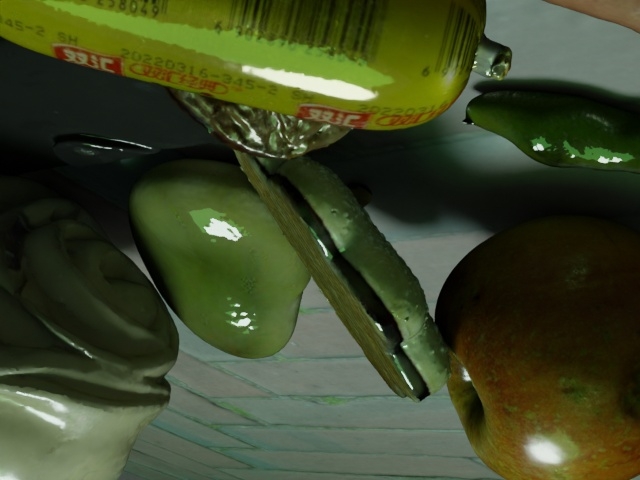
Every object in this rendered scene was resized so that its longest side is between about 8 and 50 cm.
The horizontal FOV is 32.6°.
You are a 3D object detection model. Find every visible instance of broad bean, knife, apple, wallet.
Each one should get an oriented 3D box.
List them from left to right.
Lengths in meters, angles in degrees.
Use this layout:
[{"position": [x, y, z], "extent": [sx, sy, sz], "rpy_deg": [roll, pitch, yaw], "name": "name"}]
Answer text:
[{"position": [-0.231, -0.117, 0.901], "extent": [0.377, 0.051, 0.197], "rpy_deg": [-3, 154, 38], "name": "wallet"}, {"position": [-0.094, 0.005, 1.068], "extent": [0.189, 0.121, 0.263], "rpy_deg": [13, 144, 15], "name": "broad bean"}, {"position": [0.000, 0.002, 1.109], "extent": [0.047, 0.017, 0.298], "rpy_deg": [14, 158, -15], "name": "knife"}, {"position": [0.211, 0.090, 0.921], "extent": [0.207, 0.237, 0.237], "rpy_deg": [-16, 158, -6], "name": "apple"}, {"position": [0.202, -0.072, 0.780], "extent": [0.195, 0.046, 0.061], "rpy_deg": [14, 156, -9], "name": "broad bean"}]

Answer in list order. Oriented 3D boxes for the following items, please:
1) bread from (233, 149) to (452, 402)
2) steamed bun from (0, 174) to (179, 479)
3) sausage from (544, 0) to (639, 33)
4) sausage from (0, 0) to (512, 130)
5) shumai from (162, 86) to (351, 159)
[{"position": [0.030, 0.027, 0.897], "extent": [0.287, 0.056, 0.207], "rpy_deg": [57, 171, -24], "name": "bread"}, {"position": [-0.284, 0.089, 1.052], "extent": [0.255, 0.368, 0.342], "rpy_deg": [-38, 134, 27], "name": "steamed bun"}, {"position": [0.060, -0.172, 0.543], "extent": [0.418, 0.094, 0.094], "rpy_deg": [15, 148, -1], "name": "sausage"}, {"position": [-0.057, -0.145, 0.635], "extent": [0.347, 0.123, 0.123], "rpy_deg": [14, 158, -1], "name": "sausage"}, {"position": [-0.042, -0.128, 0.747], "extent": [0.139, 0.105, 0.123], "rpy_deg": [15, 115, -30], "name": "shumai"}]
